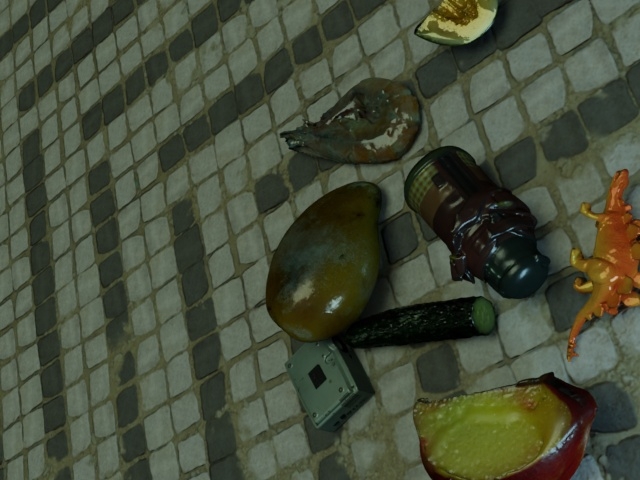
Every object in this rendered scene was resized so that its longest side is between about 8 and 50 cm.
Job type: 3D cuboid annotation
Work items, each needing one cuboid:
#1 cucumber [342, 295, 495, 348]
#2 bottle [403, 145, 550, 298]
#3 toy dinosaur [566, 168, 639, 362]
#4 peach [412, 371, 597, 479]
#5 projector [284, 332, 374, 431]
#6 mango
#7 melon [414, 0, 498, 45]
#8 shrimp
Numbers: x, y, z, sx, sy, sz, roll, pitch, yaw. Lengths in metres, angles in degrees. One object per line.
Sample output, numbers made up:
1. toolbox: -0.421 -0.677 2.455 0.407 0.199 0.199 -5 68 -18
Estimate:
1. cucumber: 0.148 0.137 1.656 0.293 0.067 0.068 -13 68 42
2. bottle: 0.240 -0.019 1.571 0.156 0.143 0.271 -50 50 18
3. toy dinosaur: 0.415 0.041 1.444 0.117 0.070 0.289 11 88 44
4. peach: 0.277 0.291 1.423 0.267 0.154 0.159 -19 54 27
5. projector: 0.012 0.236 1.752 0.115 0.061 0.147 -46 51 20
6. mango: 0.014 0.028 1.750 0.192 0.146 0.316 8 63 30
7. melon: 0.247 -0.391 1.746 0.128 0.079 0.160 43 106 22
8. shrimp: 0.050 -0.221 1.876 0.316 0.062 0.164 2 73 39
